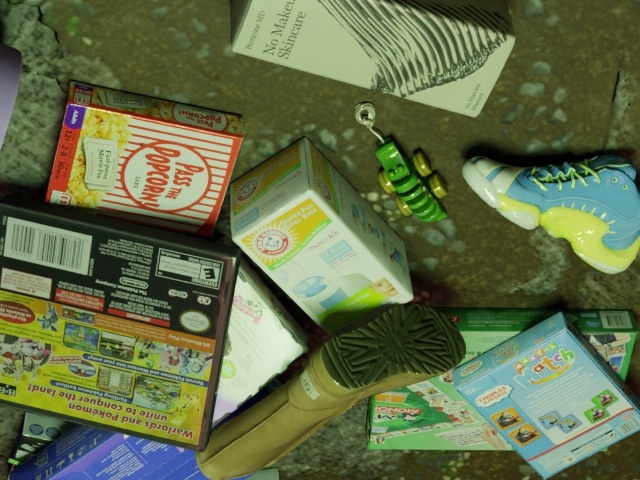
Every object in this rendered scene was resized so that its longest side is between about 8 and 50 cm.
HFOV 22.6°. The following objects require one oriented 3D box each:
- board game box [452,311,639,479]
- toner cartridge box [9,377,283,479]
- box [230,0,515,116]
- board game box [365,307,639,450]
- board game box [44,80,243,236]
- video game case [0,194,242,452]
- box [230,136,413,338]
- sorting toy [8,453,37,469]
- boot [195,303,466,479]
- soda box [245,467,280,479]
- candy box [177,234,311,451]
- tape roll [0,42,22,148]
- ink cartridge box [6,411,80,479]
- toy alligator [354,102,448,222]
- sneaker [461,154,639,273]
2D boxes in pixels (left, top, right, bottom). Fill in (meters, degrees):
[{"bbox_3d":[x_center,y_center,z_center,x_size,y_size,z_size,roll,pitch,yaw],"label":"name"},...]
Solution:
[{"bbox_3d":[0.288,0.196,1.982,0.160,0.039,0.211,-31,126,20],"label":"board game box"},{"bbox_3d":[-0.202,0.267,1.993,0.348,0.075,0.165,-34,121,8],"label":"toner cartridge box"},{"bbox_3d":[0.052,-0.224,1.640,0.275,0.094,0.113,12,128,-14],"label":"box"},{"bbox_3d":[0.223,0.178,2.018,0.317,0.046,0.213,1,130,-5],"label":"board game box"},{"bbox_3d":[-0.196,-0.088,1.766,0.193,0.045,0.147,10,129,-12],"label":"board game box"},{"bbox_3d":[-0.241,0.095,1.793,0.274,0.035,0.248,13,112,5],"label":"video game case"},{"bbox_3d":[0.000,0.000,1.816,0.114,0.103,0.203,-30,125,19],"label":"box"},{"bbox_3d":[-0.357,0.295,2.034,0.083,0.012,0.062,8,131,-10],"label":"sorting toy"},{"bbox_3d":[0.009,0.179,1.861,0.236,0.089,0.269,-7,156,-40],"label":"boot"},{"bbox_3d":[-0.088,0.430,2.047,0.098,0.286,0.091,-7,129,0],"label":"soda box"},{"bbox_3d":[-0.137,0.119,1.861,0.196,0.070,0.165,-38,95,9],"label":"candy box"},{"bbox_3d":[-0.394,-0.081,1.609,0.090,0.275,0.275,21,125,-19],"label":"tape roll"},{"bbox_3d":[-0.294,0.288,2.072,0.207,0.046,0.097,13,128,-15],"label":"ink cartridge box"},{"bbox_3d":[0.092,-0.074,1.794,0.056,0.051,0.190,-27,126,17],"label":"toy alligator"},{"bbox_3d":[0.278,-0.063,1.811,0.240,0.091,0.126,28,104,-24],"label":"sneaker"}]
